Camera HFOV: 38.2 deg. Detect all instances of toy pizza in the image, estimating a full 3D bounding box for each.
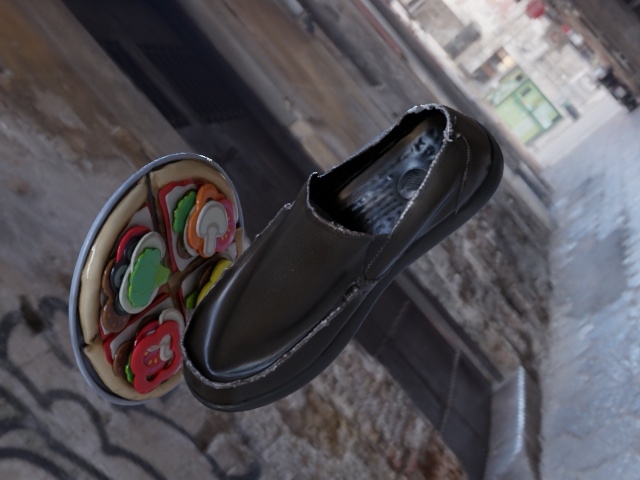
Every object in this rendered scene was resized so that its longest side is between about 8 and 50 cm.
[{"bbox_3d":[-0.112,0.033,0.713,0.201,0.032,0.201,-36,-45,-49],"label":"toy pizza"}]

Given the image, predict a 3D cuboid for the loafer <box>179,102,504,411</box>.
[{"bbox_3d":[0.000,0.000,0.501,0.220,0.080,0.078,-45,-32,0],"label":"loafer"}]
